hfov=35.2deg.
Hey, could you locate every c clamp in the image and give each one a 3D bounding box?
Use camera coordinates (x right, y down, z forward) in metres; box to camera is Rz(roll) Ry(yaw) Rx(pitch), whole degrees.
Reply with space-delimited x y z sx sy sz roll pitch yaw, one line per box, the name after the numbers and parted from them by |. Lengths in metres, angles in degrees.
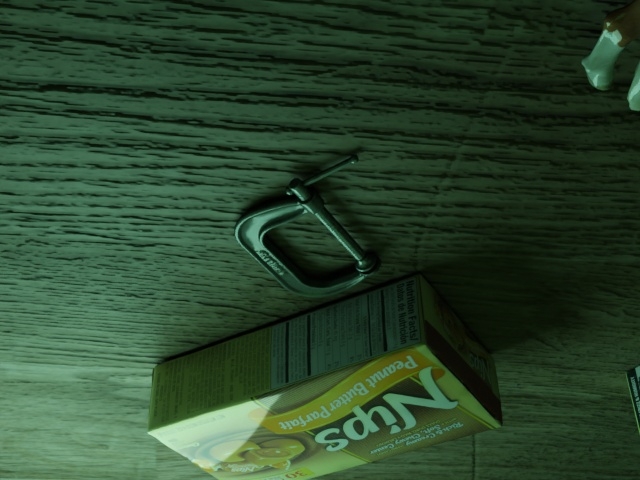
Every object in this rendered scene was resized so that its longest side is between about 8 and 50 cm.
0.000 0.000 0.886 0.137 0.022 0.161 -17 139 18 | c clamp

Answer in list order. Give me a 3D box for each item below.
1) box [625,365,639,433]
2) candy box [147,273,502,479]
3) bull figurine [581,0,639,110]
0.424 0.129 1.016 0.058 0.087 0.232 25 136 -30 | box
0.004 0.159 1.036 0.316 0.088 0.183 -21 138 22 | candy box
0.335 -0.130 0.668 0.310 0.101 0.188 10 142 -16 | bull figurine
